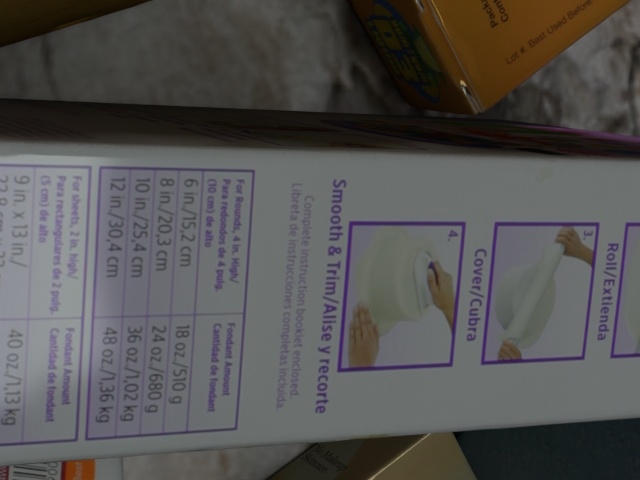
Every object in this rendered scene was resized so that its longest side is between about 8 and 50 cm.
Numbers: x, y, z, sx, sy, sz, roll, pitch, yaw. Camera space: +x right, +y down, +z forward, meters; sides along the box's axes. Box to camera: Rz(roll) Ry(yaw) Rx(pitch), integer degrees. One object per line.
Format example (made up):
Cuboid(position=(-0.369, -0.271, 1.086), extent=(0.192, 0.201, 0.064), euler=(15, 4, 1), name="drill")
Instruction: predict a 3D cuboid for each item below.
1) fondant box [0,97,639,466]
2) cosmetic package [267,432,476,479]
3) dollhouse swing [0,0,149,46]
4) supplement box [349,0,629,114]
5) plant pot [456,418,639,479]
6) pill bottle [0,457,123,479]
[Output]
Cuboid(position=(0.000, 0.000, 0.518), extent=(0.330, 0.238, 0.096), euler=(-1, 99, -26), name="fondant box")
Cuboid(position=(0.011, 0.127, 0.648), extent=(0.115, 0.060, 0.041), euler=(-35, 112, -18), name="cosmetic package")
Cuboid(position=(-0.069, -0.238, 0.392), extent=(0.315, 0.347, 0.305), euler=(-22, 97, -21), name="dollhouse swing")
Cuboid(position=(0.127, -0.156, 0.645), extent=(0.233, 0.080, 0.078), euler=(-37, 112, -17), name="supplement box")
Cuboid(position=(0.191, 0.177, 0.655), extent=(0.247, 0.247, 0.252), euler=(31, 102, -27), name="plant pot")
Cuboid(position=(-0.197, 0.093, 0.505), extent=(0.221, 0.121, 0.121), euler=(14, 93, -27), name="pill bottle")
